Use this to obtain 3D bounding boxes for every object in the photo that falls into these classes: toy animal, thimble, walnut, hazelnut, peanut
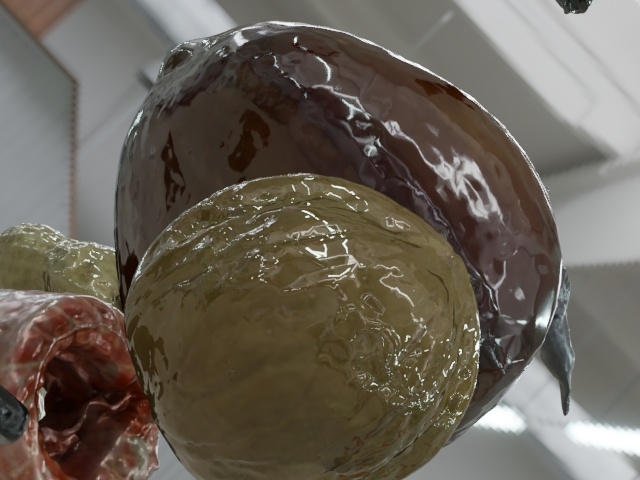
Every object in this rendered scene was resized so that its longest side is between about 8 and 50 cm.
[{"bbox_3d":[0.216,0.019,1.914,0.081,0.205,0.367,-13,-36,18],"label":"toy animal"},{"bbox_3d":[-0.273,0.165,1.729,0.162,0.239,0.239,-2,-43,36],"label":"thimble"},{"bbox_3d":[-0.008,0.062,1.129,0.228,0.228,0.228,41,-15,13],"label":"walnut"},{"bbox_3d":[0.000,0.000,1.520,0.421,0.353,0.421,51,-26,36],"label":"hazelnut"},{"bbox_3d":[-0.332,0.064,2.387,0.159,0.143,0.291,0,17,-42],"label":"peanut"}]

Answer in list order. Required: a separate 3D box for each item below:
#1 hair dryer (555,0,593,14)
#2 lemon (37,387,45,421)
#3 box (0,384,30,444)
[{"bbox_3d":[0.340,-0.392,1.931,0.116,0.302,0.244,24,-19,13],"label":"hair dryer"},{"bbox_3d":[-0.438,0.168,1.875,0.297,0.297,0.297,41,-15,13],"label":"lemon"},{"bbox_3d":[-0.254,0.090,1.158,0.126,0.027,0.125,41,-21,-11],"label":"box"}]
